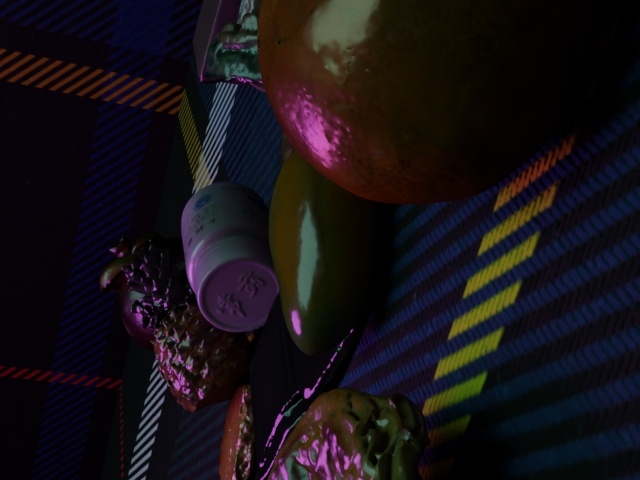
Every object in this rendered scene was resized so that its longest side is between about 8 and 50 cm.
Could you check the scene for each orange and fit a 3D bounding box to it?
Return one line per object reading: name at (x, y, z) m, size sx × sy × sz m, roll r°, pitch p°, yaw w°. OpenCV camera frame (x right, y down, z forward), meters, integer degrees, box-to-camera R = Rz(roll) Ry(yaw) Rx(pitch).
orange at (0.075, -0.169, 0.700) m, size 0.284 × 0.226 × 0.284 m, roll -35°, pitch 49°, yaw 54°

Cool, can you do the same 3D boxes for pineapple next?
pineapple at (-0.225, 0.132, 1.456) m, size 0.279 × 0.157 × 0.158 m, roll 52°, pitch 146°, yaw 13°

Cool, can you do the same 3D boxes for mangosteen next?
mangosteen at (-0.273, 0.081, 1.641) m, size 0.228 × 0.265 × 0.228 m, roll -52°, pitch -14°, yaw -19°

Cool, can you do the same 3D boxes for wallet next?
wallet at (-0.031, 0.138, 1.192) m, size 0.247 × 0.041 × 0.323 m, roll -104°, pitch 32°, yaw -52°

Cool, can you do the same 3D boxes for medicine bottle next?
medicine bottle at (-0.136, 0.021, 1.414) m, size 0.254 × 0.151 × 0.152 m, roll -112°, pitch 36°, yaw -62°

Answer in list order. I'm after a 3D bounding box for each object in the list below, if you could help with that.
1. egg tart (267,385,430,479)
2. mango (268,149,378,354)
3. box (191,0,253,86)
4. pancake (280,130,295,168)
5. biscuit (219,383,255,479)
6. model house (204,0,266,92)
egg tart at (0.021, 0.287, 0.744) m, size 0.341 × 0.129 × 0.341 m, roll -158°, pitch 90°, yaw -78°
mango at (0.000, 0.000, 1.026) m, size 0.156 × 0.114 × 0.251 m, roll -35°, pitch 41°, yaw 46°
box at (-0.116, -0.405, 1.584) m, size 0.188 × 0.153 × 0.252 m, roll -109°, pitch 33°, yaw -55°
pancake at (-0.021, -0.175, 1.333) m, size 0.236 × 0.042 × 0.223 m, roll -102°, pitch 22°, yaw -58°
biscuit at (-0.130, 0.337, 1.422) m, size 0.144 × 0.033 × 0.224 m, roll 150°, pitch 127°, yaw -71°
model house at (-0.001, -0.266, 0.977) m, size 0.237 × 0.202 × 0.238 m, roll -127°, pitch 51°, yaw -77°
